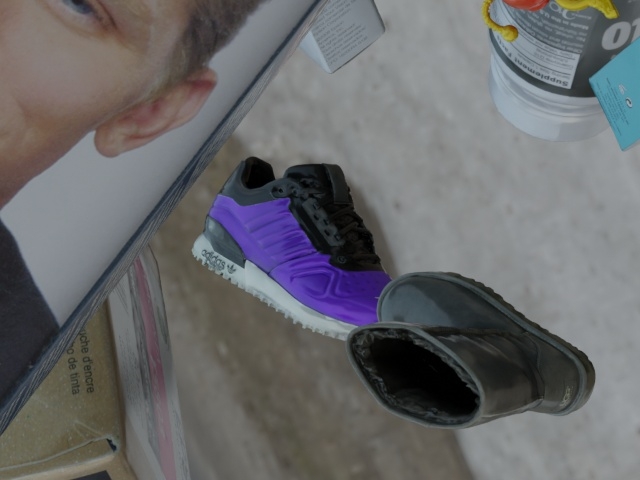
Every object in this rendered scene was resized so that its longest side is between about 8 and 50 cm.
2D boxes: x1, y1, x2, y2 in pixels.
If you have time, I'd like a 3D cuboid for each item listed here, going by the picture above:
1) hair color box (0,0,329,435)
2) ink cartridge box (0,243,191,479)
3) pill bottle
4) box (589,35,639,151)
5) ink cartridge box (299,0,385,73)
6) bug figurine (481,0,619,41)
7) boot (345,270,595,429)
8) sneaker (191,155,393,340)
[{"bbox_3d":[-0.146,-0.022,0.635,0.174,0.347,0.105,36,150,-2],"label":"hair color box"},{"bbox_3d":[-0.128,0.061,0.985,0.193,0.088,0.234,72,-176,-55],"label":"ink cartridge box"},{"bbox_3d":[0.240,-0.226,1.808,0.161,0.161,0.283,60,161,28],"label":"pill bottle"},{"bbox_3d":[0.267,-0.131,1.286,0.060,0.101,0.244,65,163,7],"label":"box"},{"bbox_3d":[-0.108,-0.316,1.471,0.324,0.071,0.330,46,172,35],"label":"ink cartridge box"},{"bbox_3d":[0.072,-0.233,1.092,0.279,0.072,0.216,63,-172,-1],"label":"bug figurine"},{"bbox_3d":[0.073,0.074,1.327,0.190,0.208,0.076,20,104,31],"label":"boot"},{"bbox_3d":[-0.001,0.000,1.923,0.293,0.102,0.146,28,100,37],"label":"sneaker"}]
